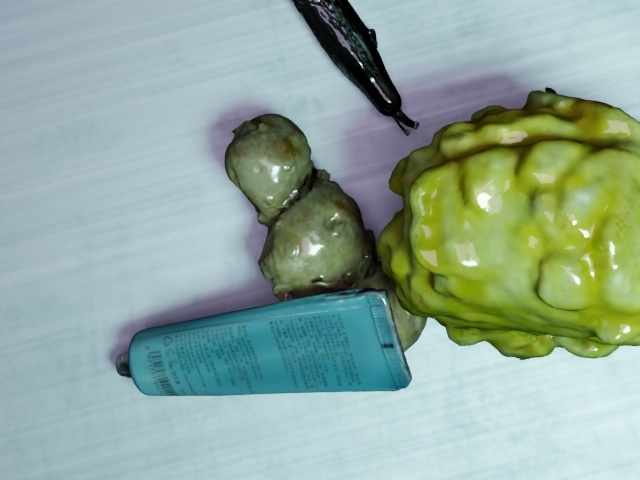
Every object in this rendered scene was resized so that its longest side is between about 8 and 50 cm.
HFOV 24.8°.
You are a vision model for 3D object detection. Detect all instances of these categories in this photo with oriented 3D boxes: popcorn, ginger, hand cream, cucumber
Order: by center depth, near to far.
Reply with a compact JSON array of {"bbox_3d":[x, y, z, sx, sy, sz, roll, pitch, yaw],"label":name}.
[{"bbox_3d":[0.170,-0.018,0.982,0.266,0.233,0.192,-3,81,0],"label":"popcorn"},{"bbox_3d":[-0.047,0.079,1.046,0.224,0.048,0.083,-6,115,22],"label":"hand cream"},{"bbox_3d":[0.000,0.000,1.060,0.104,0.080,0.204,-40,94,-8],"label":"ginger"},{"bbox_3d":[0.021,-0.148,1.072,0.039,0.043,0.163,-37,95,-5],"label":"cucumber"}]
